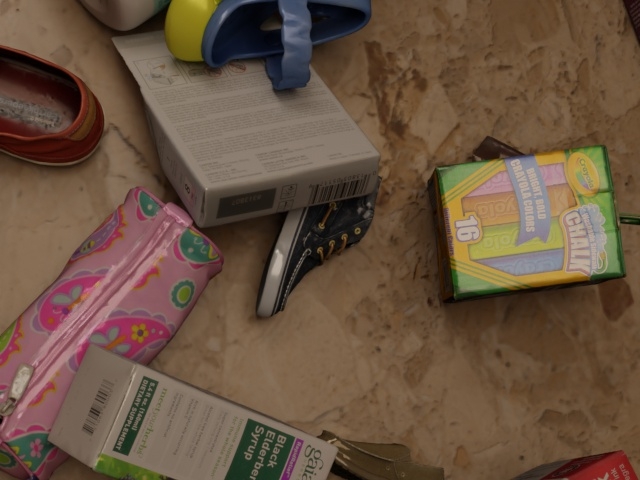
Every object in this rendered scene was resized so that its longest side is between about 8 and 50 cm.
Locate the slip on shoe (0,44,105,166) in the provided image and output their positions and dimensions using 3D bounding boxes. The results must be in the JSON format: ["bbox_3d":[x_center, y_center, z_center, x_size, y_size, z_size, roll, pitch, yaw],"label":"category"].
[{"bbox_3d":[-0.360,-0.152,1.212,0.331,0.101,0.123,16,76,-9],"label":"slip on shoe"}]

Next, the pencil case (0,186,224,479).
[{"bbox_3d":[-0.213,0.087,1.187,0.124,0.124,0.284,41,71,-3],"label":"pencil case"}]

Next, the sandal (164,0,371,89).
[{"bbox_3d":[-0.002,-0.250,1.289,0.138,0.126,0.317,37,65,16],"label":"sandal"}]

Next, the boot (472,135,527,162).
[{"bbox_3d":[0.201,-0.045,1.366,0.114,0.037,0.106,21,73,-6],"label":"boot"}]

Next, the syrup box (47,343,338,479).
[{"bbox_3d":[-0.107,0.179,1.152,0.237,0.096,0.093,28,81,-35],"label":"syrup box"}]

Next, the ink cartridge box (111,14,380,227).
[{"bbox_3d":[-0.076,-0.120,1.269,0.189,0.066,0.232,-13,45,-27],"label":"ink cartridge box"}]

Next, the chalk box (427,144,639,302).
[{"bbox_3d":[0.220,-0.018,1.282,0.213,0.132,0.132,-8,85,0],"label":"chalk box"}]

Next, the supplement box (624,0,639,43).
[{"bbox_3d":[0.391,-0.291,1.442,0.104,0.081,0.188,-16,82,-17],"label":"supplement box"}]

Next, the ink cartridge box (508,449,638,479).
[{"bbox_3d":[0.148,0.302,1.191,0.272,0.197,0.114,-23,83,-18],"label":"ink cartridge box"}]

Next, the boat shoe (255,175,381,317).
[{"bbox_3d":[0.000,0.000,1.287,0.083,0.065,0.183,21,72,-5],"label":"boat shoe"}]

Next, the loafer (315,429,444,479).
[{"bbox_3d":[0.057,0.215,1.264,0.148,0.056,0.050,30,72,-17],"label":"loafer"}]

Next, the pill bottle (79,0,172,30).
[{"bbox_3d":[-0.131,-0.331,1.284,0.264,0.146,0.146,-38,89,-18],"label":"pill bottle"}]
